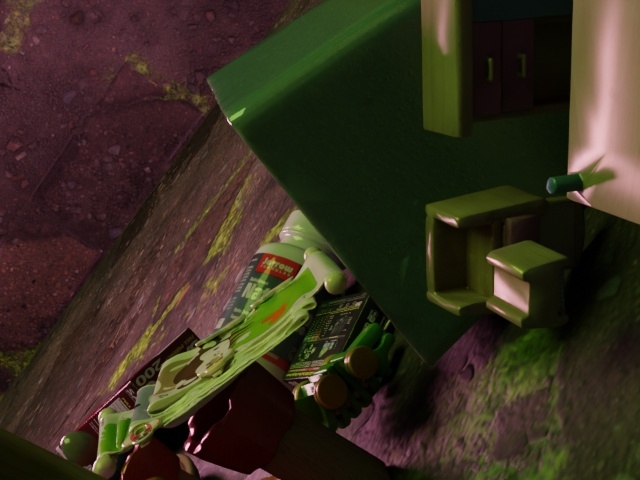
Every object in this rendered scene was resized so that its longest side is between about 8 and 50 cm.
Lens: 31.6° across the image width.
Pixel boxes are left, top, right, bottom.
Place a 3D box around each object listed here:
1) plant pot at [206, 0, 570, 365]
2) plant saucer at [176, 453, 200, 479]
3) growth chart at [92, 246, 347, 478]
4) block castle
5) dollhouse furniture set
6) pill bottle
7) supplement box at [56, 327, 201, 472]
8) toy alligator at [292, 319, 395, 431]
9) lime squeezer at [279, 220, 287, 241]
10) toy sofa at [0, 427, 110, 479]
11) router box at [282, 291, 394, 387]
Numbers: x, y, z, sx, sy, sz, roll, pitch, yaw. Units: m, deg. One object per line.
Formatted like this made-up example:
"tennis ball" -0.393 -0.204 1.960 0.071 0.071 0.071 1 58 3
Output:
"plant pot" 0.086 -0.102 0.917 0.252 0.247 0.248 -39 17 2
"plant saucer" -0.203 0.365 1.233 0.278 0.041 0.278 -51 16 21
"growth chart" -0.076 0.084 0.849 0.237 0.021 0.172 -38 11 -10
"block castle" -0.147 0.324 0.829 0.303 0.213 0.453 -37 25 50
"dollhouse furniture set" 0.215 -0.074 0.646 0.303 0.198 0.286 -151 55 -64
"pill bottle" -0.035 0.063 1.182 0.180 0.108 0.108 -63 17 -19
"supplement box" -0.242 0.222 1.497 0.239 0.073 0.130 -41 2 43
"toy alligator" 0.036 0.114 0.981 0.190 0.051 0.056 -40 6 -30
"lime squeezer" 0.000 0.000 1.334 0.310 0.059 0.110 -42 52 40
"toy sofa" -0.115 0.235 0.623 0.177 0.362 0.150 -54 16 24
"router box" 0.019 0.101 1.077 0.092 0.038 0.122 -62 16 -18
